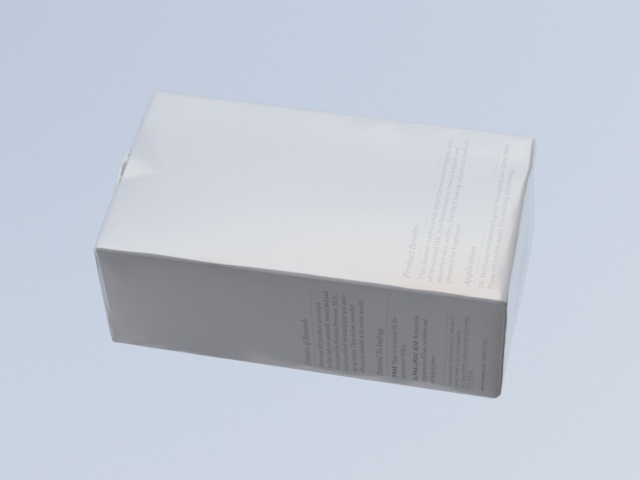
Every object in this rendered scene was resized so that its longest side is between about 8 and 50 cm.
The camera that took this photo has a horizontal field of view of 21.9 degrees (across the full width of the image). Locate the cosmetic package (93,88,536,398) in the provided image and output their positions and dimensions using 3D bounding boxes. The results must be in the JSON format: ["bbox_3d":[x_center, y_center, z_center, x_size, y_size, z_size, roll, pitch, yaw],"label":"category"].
[{"bbox_3d":[0.000,0.000,1.568,0.385,0.217,0.156,8,-40,11],"label":"cosmetic package"}]
